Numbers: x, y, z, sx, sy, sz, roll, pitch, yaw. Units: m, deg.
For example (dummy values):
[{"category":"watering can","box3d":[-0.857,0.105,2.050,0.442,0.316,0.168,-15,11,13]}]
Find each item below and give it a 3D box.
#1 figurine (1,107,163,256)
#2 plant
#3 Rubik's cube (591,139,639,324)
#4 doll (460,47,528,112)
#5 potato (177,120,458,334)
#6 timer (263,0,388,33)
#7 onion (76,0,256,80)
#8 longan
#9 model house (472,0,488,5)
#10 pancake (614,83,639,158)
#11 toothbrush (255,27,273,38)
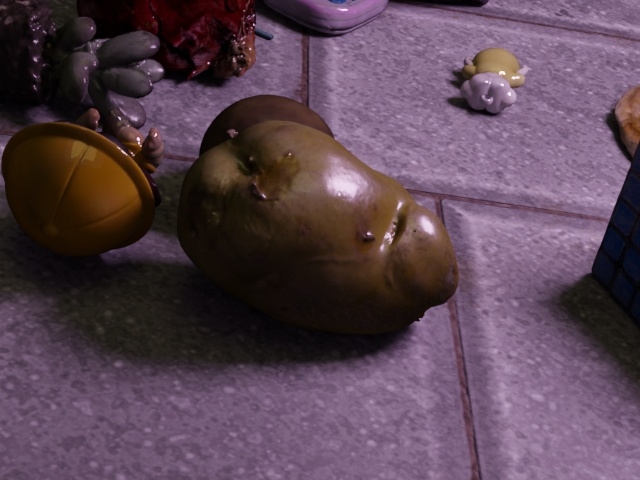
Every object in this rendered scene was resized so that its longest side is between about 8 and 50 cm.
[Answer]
[{"category":"figurine","box3d":[-0.279,-0.071,1.555,0.192,0.167,0.257,4,13,9]},{"category":"plant","box3d":[-0.358,-0.254,1.783,0.275,0.146,0.149,14,33,1]},{"category":"Rubik's cube","box3d":[0.527,0.004,1.626,0.238,0.237,0.237,-10,43,-27]},{"category":"doll","box3d":[0.276,-0.260,2.056,0.106,0.062,0.162,9,34,10]},{"category":"potato","box3d":[0.002,-0.002,1.501,0.351,0.218,0.202,28,-7,-13]},{"category":"timer","box3d":[0.008,-0.426,2.193,0.191,0.069,0.208,30,40,22]},{"category":"onion","box3d":[-0.231,-0.366,1.926,0.281,0.280,0.221,-6,-3,-23]},{"category":"longan","box3d":[-0.074,-0.098,1.653,0.204,0.159,0.185,-30,57,-26]},{"category":"model house","box3d":[0.176,-0.567,2.292,0.360,0.297,0.339,17,57,-53]},{"category":"pancake","box3d":[0.600,-0.167,2.043,0.282,0.049,0.282,7,39,-6]},{"category":"toothbrush","box3d":[-0.149,-0.368,2.113,0.167,0.014,0.011,26,29,18]}]
